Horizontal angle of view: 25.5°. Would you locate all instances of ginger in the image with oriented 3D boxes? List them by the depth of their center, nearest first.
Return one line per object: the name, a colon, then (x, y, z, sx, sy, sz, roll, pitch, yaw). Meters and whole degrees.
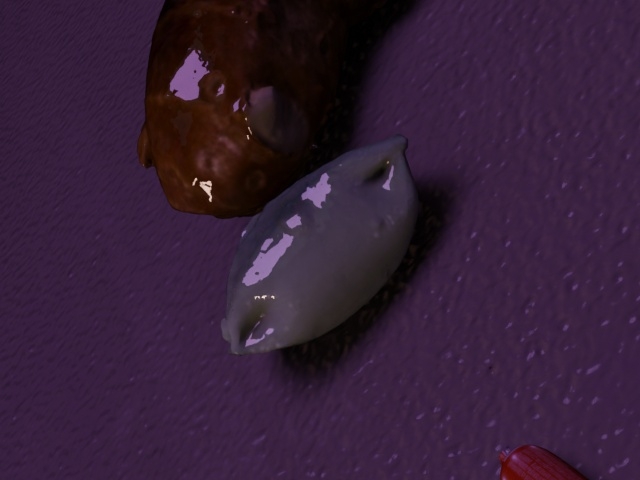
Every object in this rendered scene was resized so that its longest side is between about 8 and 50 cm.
ginger: (-0.027, -0.212, 1.242, 0.254, 0.176, 0.418, -24, 39, 48)

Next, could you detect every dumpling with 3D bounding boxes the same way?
dumpling: (-0.007, -0.003, 1.095, 0.216, 0.105, 0.149, -50, 33, 10)

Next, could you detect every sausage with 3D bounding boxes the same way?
sausage: (0.145, 0.159, 0.821, 0.145, 0.048, 0.050, 35, 129, 57)
